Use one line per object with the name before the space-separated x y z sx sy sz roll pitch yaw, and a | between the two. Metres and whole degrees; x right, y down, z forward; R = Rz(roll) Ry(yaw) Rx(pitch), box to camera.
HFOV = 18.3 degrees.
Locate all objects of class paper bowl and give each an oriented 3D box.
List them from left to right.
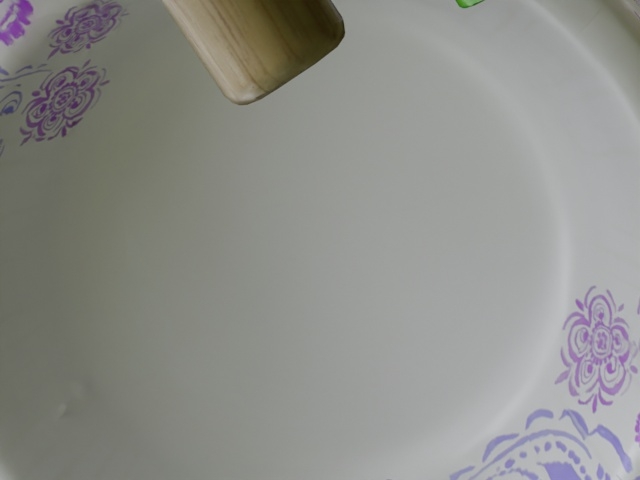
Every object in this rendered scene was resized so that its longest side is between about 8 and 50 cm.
paper bowl | 0.000 0.000 0.722 0.148 0.284 0.284 -76 2 -73

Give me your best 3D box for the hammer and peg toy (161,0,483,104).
hammer and peg toy | 0.091 -0.163 0.401 0.266 0.127 0.361 -37 8 -25
